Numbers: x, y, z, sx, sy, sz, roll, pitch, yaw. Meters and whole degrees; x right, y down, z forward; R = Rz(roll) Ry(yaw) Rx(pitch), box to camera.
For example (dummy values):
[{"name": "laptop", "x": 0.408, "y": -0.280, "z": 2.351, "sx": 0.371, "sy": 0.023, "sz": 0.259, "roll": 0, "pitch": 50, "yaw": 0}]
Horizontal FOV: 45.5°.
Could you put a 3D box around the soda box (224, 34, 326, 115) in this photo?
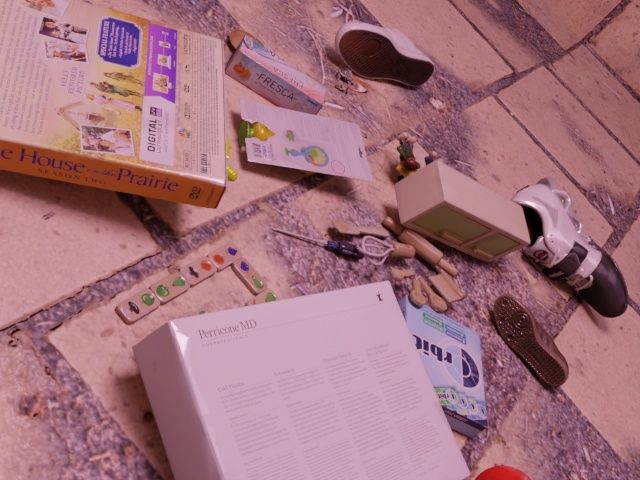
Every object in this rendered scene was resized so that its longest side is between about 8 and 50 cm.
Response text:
[{"name": "soda box", "x": -0.079, "y": -0.292, "z": 1.392, "sx": 0.183, "sy": 0.058, "sz": 0.063, "roll": 31, "pitch": 40, "yaw": -19}]

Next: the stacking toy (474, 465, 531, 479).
[{"name": "stacking toy", "x": 0.139, "y": 0.357, "z": 0.881, "sx": 0.330, "sy": 0.141, "sz": 0.141, "roll": -20, "pitch": 70, "yaw": -41}]

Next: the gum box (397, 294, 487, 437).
[{"name": "gum box", "x": 0.184, "y": 0.194, "z": 1.193, "sx": 0.157, "sy": 0.041, "sz": 0.184, "roll": 29, "pitch": 39, "yaw": -20}]

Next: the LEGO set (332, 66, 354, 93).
[{"name": "LEGO set", "x": 0.053, "y": -0.339, "z": 1.585, "sx": 0.054, "sy": 0.023, "sz": 0.083, "roll": 17, "pitch": 45, "yaw": -31}]

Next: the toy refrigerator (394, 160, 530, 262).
[{"name": "toy refrigerator", "x": 0.266, "y": -0.043, "z": 1.403, "sx": 0.269, "sy": 0.102, "sz": 0.094, "roll": 21, "pitch": 52, "yaw": -41}]

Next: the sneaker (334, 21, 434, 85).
[{"name": "sneaker", "x": 0.121, "y": -0.423, "z": 1.679, "sx": 0.290, "sy": 0.106, "sz": 0.123, "roll": 11, "pitch": 39, "yaw": -46}]

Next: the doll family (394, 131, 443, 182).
[{"name": "doll family", "x": 0.203, "y": -0.119, "z": 1.480, "sx": 0.193, "sy": 0.076, "sz": 0.111, "roll": 27, "pitch": 36, "yaw": -26}]

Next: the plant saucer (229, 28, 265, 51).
[{"name": "plant saucer", "x": -0.138, "y": -0.363, "z": 1.439, "sx": 0.083, "sy": 0.015, "sz": 0.083, "roll": 25, "pitch": 41, "yaw": -24}]

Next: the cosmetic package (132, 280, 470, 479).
[{"name": "cosmetic package", "x": -0.008, "y": 0.212, "z": 0.924, "sx": 0.377, "sy": 0.097, "sz": 0.284, "roll": -6, "pitch": 71, "yaw": -46}]

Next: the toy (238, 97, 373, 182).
[{"name": "toy", "x": -0.032, "y": -0.159, "z": 1.314, "sx": 0.237, "sy": 0.056, "sz": 0.136, "roll": 10, "pitch": 53, "yaw": -30}]

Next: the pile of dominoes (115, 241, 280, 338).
[{"name": "pile of dominoes", "x": -0.124, "y": 0.108, "z": 0.992, "sx": 0.196, "sy": 0.040, "sz": 0.251, "roll": 49, "pitch": 38, "yaw": 6}]

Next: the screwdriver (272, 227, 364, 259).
[{"name": "screwdriver", "x": 0.000, "y": 0.000, "z": 1.220, "sx": 0.170, "sy": 0.025, "sz": 0.024, "roll": 20, "pitch": 44, "yaw": -30}]

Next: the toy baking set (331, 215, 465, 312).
[{"name": "toy baking set", "x": 0.143, "y": 0.025, "z": 1.292, "sx": 0.256, "sy": 0.030, "sz": 0.197, "roll": 40, "pitch": 25, "yaw": 4}]

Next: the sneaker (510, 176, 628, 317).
[{"name": "sneaker", "x": 0.501, "y": 0.033, "z": 1.595, "sx": 0.146, "sy": 0.122, "sz": 0.330, "roll": -22, "pitch": 72, "yaw": -31}]

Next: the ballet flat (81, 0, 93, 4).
[{"name": "ballet flat", "x": -0.385, "y": -0.342, "z": 1.176, "sx": 0.041, "sy": 0.041, "sz": 0.114, "roll": 30, "pitch": 39, "yaw": -19}]

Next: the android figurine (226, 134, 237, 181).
[{"name": "android figurine", "x": -0.240, "y": -0.174, "z": 1.139, "sx": 0.273, "sy": 0.056, "sz": 0.248, "roll": 46, "pitch": 37, "yaw": 5}]

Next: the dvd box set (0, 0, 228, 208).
[{"name": "dvd box set", "x": -0.333, "y": -0.206, "z": 1.007, "sx": 0.420, "sy": 0.062, "sz": 0.307, "roll": 10, "pitch": 49, "yaw": -22}]

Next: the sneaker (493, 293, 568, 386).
[{"name": "sneaker", "x": 0.381, "y": 0.179, "z": 1.386, "sx": 0.188, "sy": 0.066, "sz": 0.071, "roll": 58, "pitch": 22, "yaw": 8}]
